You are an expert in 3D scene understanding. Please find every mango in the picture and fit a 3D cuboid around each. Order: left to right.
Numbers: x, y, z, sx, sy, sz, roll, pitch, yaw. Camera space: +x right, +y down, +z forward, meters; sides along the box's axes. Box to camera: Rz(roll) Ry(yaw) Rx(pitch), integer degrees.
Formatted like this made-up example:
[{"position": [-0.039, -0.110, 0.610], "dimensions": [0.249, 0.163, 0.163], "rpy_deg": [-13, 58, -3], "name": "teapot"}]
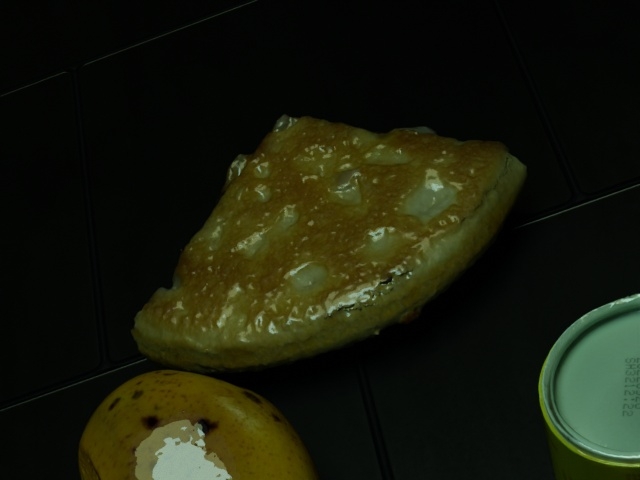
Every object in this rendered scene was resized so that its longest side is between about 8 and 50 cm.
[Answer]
[{"position": [-0.088, 0.236, 1.379], "dimensions": [0.191, 0.160, 0.290], "rpy_deg": [-13, 54, -15], "name": "mango"}]

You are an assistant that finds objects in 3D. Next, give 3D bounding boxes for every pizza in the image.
[{"position": [0.000, 0.000, 1.592], "dimensions": [0.408, 0.114, 0.278], "rpy_deg": [-28, 45, -4], "name": "pizza"}]

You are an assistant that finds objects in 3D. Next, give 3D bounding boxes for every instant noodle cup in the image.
[{"position": [0.263, 0.168, 1.236], "dimensions": [0.215, 0.236, 0.216], "rpy_deg": [-12, 48, 14], "name": "instant noodle cup"}]
